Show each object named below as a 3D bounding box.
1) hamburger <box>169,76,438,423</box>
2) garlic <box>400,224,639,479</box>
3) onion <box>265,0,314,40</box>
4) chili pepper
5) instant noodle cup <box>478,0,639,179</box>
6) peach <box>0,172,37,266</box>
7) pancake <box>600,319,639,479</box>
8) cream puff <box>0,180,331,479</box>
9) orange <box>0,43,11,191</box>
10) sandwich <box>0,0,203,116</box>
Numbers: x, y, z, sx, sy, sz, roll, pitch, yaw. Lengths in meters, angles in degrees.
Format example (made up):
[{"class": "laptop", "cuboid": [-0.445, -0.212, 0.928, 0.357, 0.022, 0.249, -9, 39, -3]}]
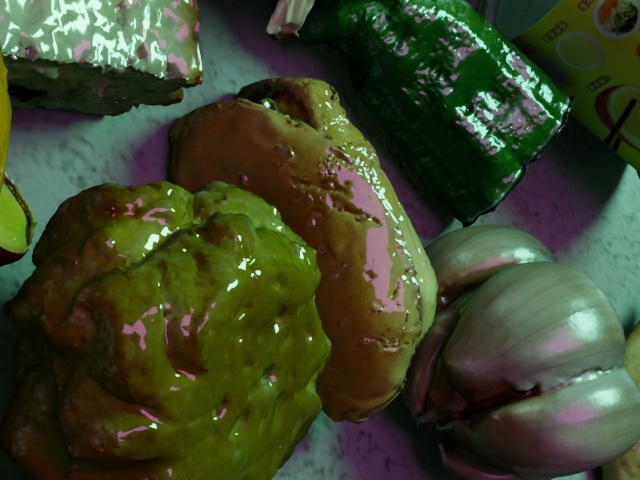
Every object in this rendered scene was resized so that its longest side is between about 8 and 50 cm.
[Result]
[{"class": "hamburger", "cuboid": [0.000, 0.000, 1.151, 0.124, 0.131, 0.262, -29, 90, -42]}, {"class": "garlic", "cuboid": [0.159, 0.085, 1.235, 0.191, 0.160, 0.214, -4, 81, -46]}, {"class": "onion", "cuboid": [0.024, -0.320, 1.161, 0.256, 0.272, 0.230, -15, 123, -17]}, {"class": "chili pepper", "cuboid": [0.069, -0.148, 1.275, 0.270, 0.136, 0.099, 42, 16, -15]}, {"class": "instant noodle cup", "cuboid": [0.294, -0.214, 1.374, 0.221, 0.311, 0.311, 29, 58, -18]}, {"class": "peach", "cuboid": [-0.227, -0.020, 1.017, 0.083, 0.050, 0.077, 49, 27, -29]}, {"class": "pancake", "cuboid": [0.306, 0.187, 1.391, 0.212, 0.056, 0.257, -29, 94, -42]}, {"class": "cream puff", "cuboid": [-0.098, 0.079, 0.993, 0.196, 0.244, 0.244, 44, 44, 20]}, {"class": "orange", "cuboid": [-0.317, -0.057, 0.781, 0.293, 0.341, 0.340, 72, 30, -54]}, {"class": "sandwich", "cuboid": [-0.237, -0.218, 1.027, 0.325, 0.131, 0.262, 4, 74, -42]}]
